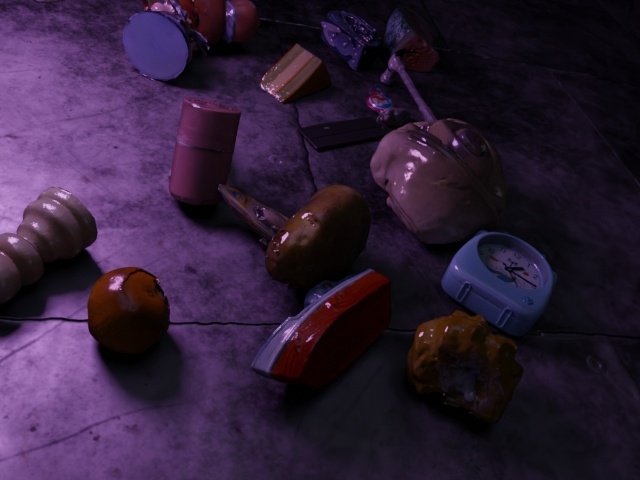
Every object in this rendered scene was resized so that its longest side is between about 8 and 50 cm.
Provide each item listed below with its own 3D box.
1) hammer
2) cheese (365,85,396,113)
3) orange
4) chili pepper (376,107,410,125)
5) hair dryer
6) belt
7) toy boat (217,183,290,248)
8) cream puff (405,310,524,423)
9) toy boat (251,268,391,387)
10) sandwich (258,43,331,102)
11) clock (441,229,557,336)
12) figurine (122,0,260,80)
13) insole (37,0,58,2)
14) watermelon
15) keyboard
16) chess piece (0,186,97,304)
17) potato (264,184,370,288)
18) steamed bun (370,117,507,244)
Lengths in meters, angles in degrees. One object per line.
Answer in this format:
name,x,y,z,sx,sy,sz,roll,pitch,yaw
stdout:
hammer,0.297,-0.396,2.108,0.044,0.152,0.427,-3,56,-31
cheese,0.176,-0.416,2.116,0.095,0.038,0.145,6,43,-17
orange,-0.334,0.123,1.236,0.156,0.134,0.157,50,25,-34
chili pepper,0.219,-0.359,2.061,0.153,0.050,0.041,-6,48,-42
hair dryer,-0.265,-0.224,1.640,0.125,0.211,0.352,10,16,-11
belt,0.101,-0.659,2.288,0.122,0.129,0.218,-23,57,-40
toy boat,-0.137,-0.053,1.526,0.210,0.066,0.084,38,43,-10
cream puff,0.279,0.217,1.351,0.220,0.195,0.195,28,40,3
toy boat,-0.002,0.163,1.322,0.133,0.145,0.331,16,32,32
sandwich,-0.073,-0.457,2.079,0.117,0.144,0.187,38,79,20
clock,0.422,0.080,1.624,0.223,0.094,0.274,35,40,16
figurine,-0.358,-0.623,1.974,0.248,0.277,0.388,-16,26,26
insole,-0.764,-0.727,2.095,0.065,0.006,0.193,35,41,17
watermelon,0.305,-0.665,2.412,0.226,0.148,0.318,43,28,0
keyboard,0.031,-0.288,1.921,0.381,0.041,0.103,-10,48,-40
chess piece,-0.529,0.022,1.275,0.133,0.133,0.243,29,47,10
potato,0.000,0.000,1.456,0.141,0.192,0.296,28,39,29
steamed bun,0.303,-0.176,1.740,0.352,0.247,0.339,-12,48,-27
